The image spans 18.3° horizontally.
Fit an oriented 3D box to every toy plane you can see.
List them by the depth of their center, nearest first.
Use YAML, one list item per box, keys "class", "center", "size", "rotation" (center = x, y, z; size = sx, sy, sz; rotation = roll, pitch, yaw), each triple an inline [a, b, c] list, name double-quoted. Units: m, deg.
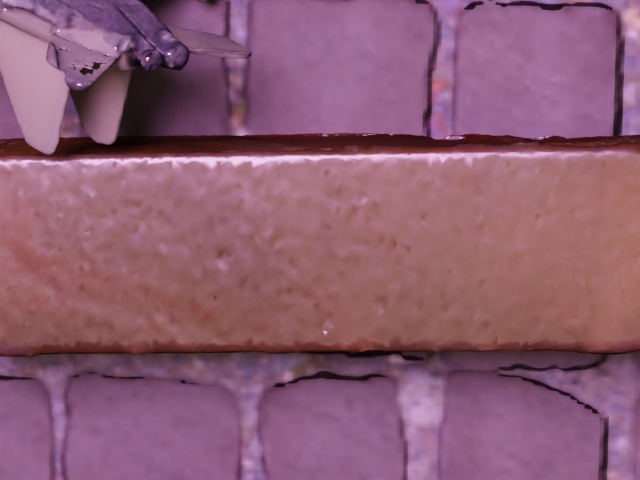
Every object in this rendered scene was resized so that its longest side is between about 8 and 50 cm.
- class: "toy plane"
  center: [-0.153, -0.128, 0.800]
  size: [0.262, 0.192, 0.088]
  rotation: [39, 119, 24]

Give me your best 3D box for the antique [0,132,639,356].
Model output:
- class: "antique"
  center: [0.000, 0.000, 0.824]
  size: [0.310, 0.093, 0.087]
  rotation: [-1, 98, 6]
